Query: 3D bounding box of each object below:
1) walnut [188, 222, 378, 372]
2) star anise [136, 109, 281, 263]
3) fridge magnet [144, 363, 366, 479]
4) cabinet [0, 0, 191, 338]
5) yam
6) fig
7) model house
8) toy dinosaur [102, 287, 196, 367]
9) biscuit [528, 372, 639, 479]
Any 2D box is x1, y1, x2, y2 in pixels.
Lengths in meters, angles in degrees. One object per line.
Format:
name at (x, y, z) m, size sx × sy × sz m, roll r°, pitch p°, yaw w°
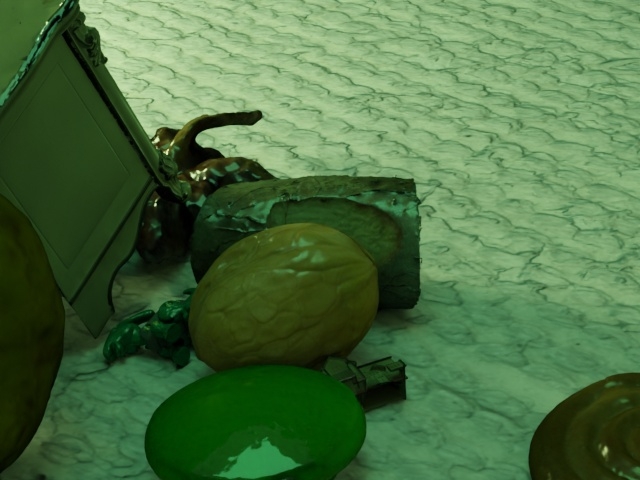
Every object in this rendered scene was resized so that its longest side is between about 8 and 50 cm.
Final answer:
walnut at (-0.038, 0.066, 1.787) m, size 0.206 × 0.159 × 0.159 m, roll -29°, pitch 28°, yaw 5°
star anise at (-0.169, -0.070, 2.119) m, size 0.349 × 0.109 × 0.292 m, roll -21°, pitch 40°, yaw -26°
fridge magnet at (-0.060, 0.184, 1.643) m, size 0.208 × 0.088 × 0.208 m, roll -3°, pitch 27°, yaw 2°
cabinet at (-0.351, -0.093, 1.896) m, size 0.289 × 0.318 × 0.227 m, roll 9°, pitch 57°, yaw 31°
yam at (0.000, 0.000, 1.926) m, size 0.254 × 0.154 × 0.154 m, roll 0°, pitch 28°, yaw 16°
fig at (-0.417, 0.088, 1.664) m, size 0.343 × 0.343 × 0.343 m, roll -4°, pitch 28°, yaw 2°
model house at (0.038, 0.135, 1.753) m, size 0.083 × 0.057 × 0.058 m, roll -17°, pitch 35°, yaw -18°
toy dinosaur at (-0.168, 0.089, 1.879) m, size 0.096 × 0.059 × 0.132 m, roll 9°, pitch 38°, yaw 37°
biscuit at (0.320, 0.193, 1.621) m, size 0.261 × 0.037 × 0.262 m, roll -5°, pitch 28°, yaw 2°
